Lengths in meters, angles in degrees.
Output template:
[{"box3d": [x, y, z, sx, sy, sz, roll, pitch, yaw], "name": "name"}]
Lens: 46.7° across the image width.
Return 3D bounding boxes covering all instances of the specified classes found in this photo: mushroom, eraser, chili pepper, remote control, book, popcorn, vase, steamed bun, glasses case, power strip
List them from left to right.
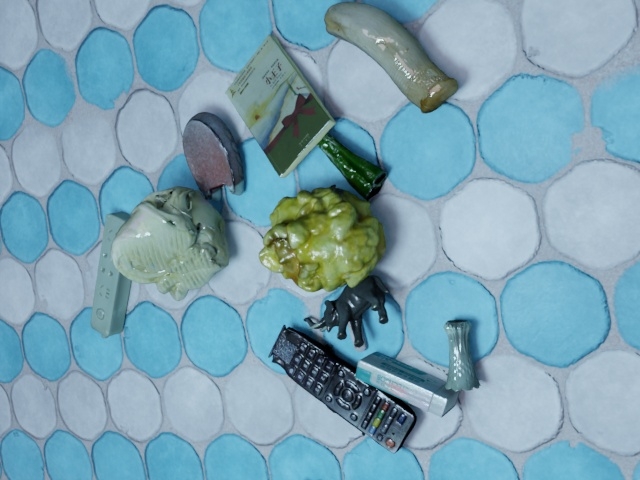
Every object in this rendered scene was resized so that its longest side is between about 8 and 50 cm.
[{"box3d": [-0.595, 0.109, 2.130, 0.091, 0.062, 0.385, 23, 109, 28], "name": "power strip"}, {"box3d": [-0.382, -0.014, 1.898, 0.280, 0.207, 0.268, -36, 124, 25], "name": "steamed bun"}, {"box3d": [-0.101, -0.319, 1.769, 0.201, 0.026, 0.289, -46, 67, 29], "name": "book"}, {"box3d": [0.000, 0.000, 1.686, 0.286, 0.252, 0.215, 11, 145, 36], "name": "popcorn"}, {"box3d": [0.051, 0.357, 1.805, 0.398, 0.062, 0.145, 33, 114, 19], "name": "remote control"}, {"box3d": [0.049, -0.186, 1.714, 0.227, 0.059, 0.088, 40, 120, 20], "name": "chili pepper"}, {"box3d": [0.089, 0.227, 1.784, 0.032, 0.021, 0.083, -14, 91, 29], "name": "glasses case"}, {"box3d": [0.147, -0.407, 1.600, 0.351, 0.095, 0.123, 44, 134, 18], "name": "mushroom"}, {"box3d": [0.197, 0.325, 1.697, 0.225, 0.095, 0.052, 21, 105, 25], "name": "eraser"}, {"box3d": [0.307, 0.250, 1.634, 0.081, 0.081, 0.149, -4, 93, 30], "name": "vase"}]

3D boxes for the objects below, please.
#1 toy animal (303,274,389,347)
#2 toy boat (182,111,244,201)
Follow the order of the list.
[{"box3d": [0.062, 0.178, 1.739, 0.269, 0.082, 0.137, -38, 45, 31], "name": "toy animal"}, {"box3d": [-0.265, -0.217, 1.886, 0.155, 0.085, 0.227, -10, 105, 39], "name": "toy boat"}]
